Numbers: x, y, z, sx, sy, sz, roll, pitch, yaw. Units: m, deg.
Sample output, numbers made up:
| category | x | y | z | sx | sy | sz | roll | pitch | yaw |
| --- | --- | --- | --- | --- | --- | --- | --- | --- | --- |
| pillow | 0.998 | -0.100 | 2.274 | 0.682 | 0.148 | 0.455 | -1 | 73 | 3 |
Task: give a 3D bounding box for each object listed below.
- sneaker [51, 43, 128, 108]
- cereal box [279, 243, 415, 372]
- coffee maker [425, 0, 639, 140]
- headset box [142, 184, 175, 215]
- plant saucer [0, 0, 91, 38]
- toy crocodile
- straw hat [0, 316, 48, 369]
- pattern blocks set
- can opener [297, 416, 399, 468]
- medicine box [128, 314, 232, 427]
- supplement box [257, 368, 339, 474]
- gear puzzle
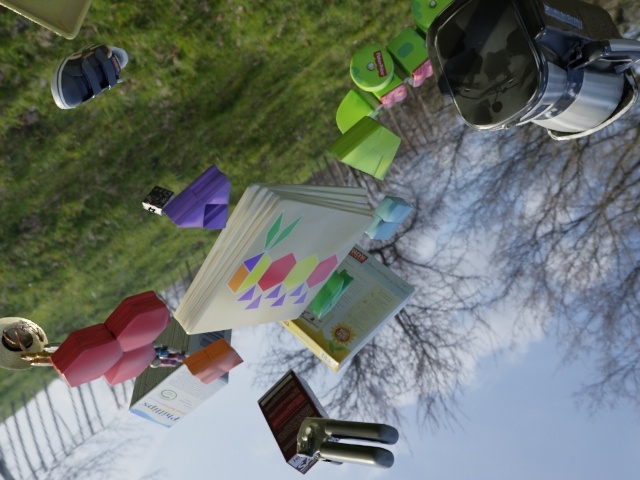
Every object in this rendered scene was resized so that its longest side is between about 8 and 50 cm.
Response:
| category | x | y | z | sx | sy | sz | roll | pitch | yaw |
| --- | --- | --- | --- | --- | --- | --- | --- | --- | --- |
| sneaker | -0.666 | -0.493 | 1.659 | 0.128 | 0.126 | 0.321 | -1 | -138 | 7 |
| cereal box | 0.050 | 0.123 | 1.131 | 0.240 | 0.173 | 0.047 | -37 | 155 | -32 |
| coffee maker | 0.186 | -0.177 | 0.526 | 0.178 | 0.171 | 0.120 | -5 | 142 | -42 |
| headset box | -0.473 | -0.115 | 1.654 | 0.032 | 0.062 | 0.083 | 101 | 12 | -52 |
| plant saucer | -0.638 | -0.645 | 1.214 | 0.081 | 0.333 | 0.332 | 2 | -109 | 57 |
| toy crocodile | 0.150 | -0.298 | 0.902 | 0.340 | 0.105 | 0.115 | -45 | 173 | 8 |
| straw hat | -0.655 | 0.208 | 1.239 | 0.145 | 0.144 | 0.061 | -28 | -153 | 8 |
| pattern blocks set | -0.034 | 0.016 | 0.489 | 0.285 | 0.026 | 0.325 | -49 | 156 | 9 |
| can opener | 0.050 | 0.367 | 1.026 | 0.283 | 0.095 | 0.076 | -20 | -133 | 53 |
| medicine box | -0.412 | 0.362 | 1.697 | 0.289 | 0.149 | 0.263 | -40 | -149 | 24 |
| supplement box | -0.057 | 0.439 | 1.401 | 0.130 | 0.073 | 0.239 | -44 | -149 | -2 |
| gear puzzle | -0.448 | 0.236 | 1.132 | 0.339 | 0.044 | 0.175 | -3 | 161 | 11 |
